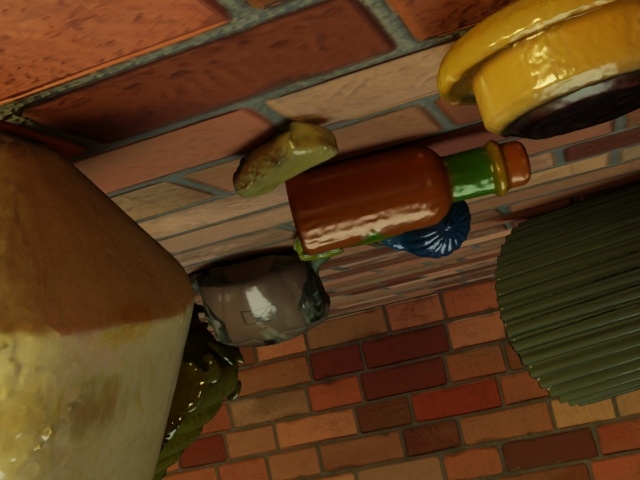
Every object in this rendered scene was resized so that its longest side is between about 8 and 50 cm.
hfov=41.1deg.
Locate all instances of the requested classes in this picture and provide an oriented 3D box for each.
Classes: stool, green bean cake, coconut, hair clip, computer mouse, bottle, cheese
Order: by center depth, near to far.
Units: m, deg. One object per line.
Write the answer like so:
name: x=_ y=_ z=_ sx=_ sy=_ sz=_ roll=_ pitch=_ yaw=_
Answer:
coconut: x=-0.186 y=0.051 z=0.443 sx=0.241 sy=0.241 sz=0.241 roll=-12 pitch=172 yaw=-2
cheese: x=-0.024 y=-0.053 z=0.564 sx=0.044 sy=0.030 sz=0.083 roll=1 pitch=159 yaw=-36
bottle: x=0.069 y=-0.040 z=0.665 sx=0.187 sy=0.069 sz=0.069 roll=-14 pitch=172 yaw=4
hair clip: x=0.000 y=0.000 z=0.949 sx=0.060 sy=0.033 sz=0.188 roll=-10 pitch=174 yaw=-4
stool: x=0.464 y=0.058 z=1.192 sx=0.297 sy=0.297 sz=0.330 roll=-5 pitch=166 yaw=-42
computer mouse: x=-0.073 y=0.093 z=1.207 sx=0.200 sy=0.114 sz=0.389 roll=-10 pitch=171 yaw=3
green bean cake: x=-0.283 y=0.202 z=1.285 sx=0.310 sy=0.285 sz=0.202 roll=-46 pitch=163 yaw=12

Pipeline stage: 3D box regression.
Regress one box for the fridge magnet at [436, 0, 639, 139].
fridge magnet: x=0.128 y=-0.091 z=0.422 sx=0.143 sy=0.063 sz=0.143 roll=-16 pitch=172 yaw=-2

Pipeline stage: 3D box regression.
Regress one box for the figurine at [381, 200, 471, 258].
figurine: x=0.110 y=-0.016 z=0.882 sx=0.086 sy=0.087 sz=0.149 roll=-51 pitch=168 yaw=3
